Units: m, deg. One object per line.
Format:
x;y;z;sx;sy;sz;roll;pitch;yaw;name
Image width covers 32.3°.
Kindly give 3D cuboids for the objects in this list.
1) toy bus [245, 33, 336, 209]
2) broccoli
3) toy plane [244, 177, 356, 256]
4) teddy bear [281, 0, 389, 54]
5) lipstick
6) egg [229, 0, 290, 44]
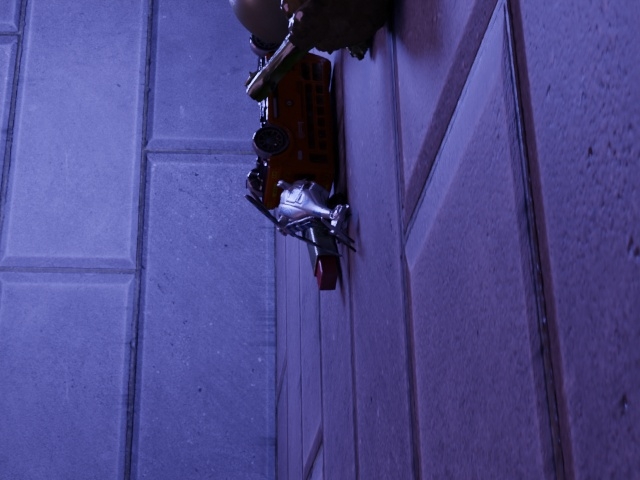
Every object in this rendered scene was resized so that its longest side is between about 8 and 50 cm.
-0.053;-0.222;1.927;0.143;0.153;0.329;103;166;-57;toy bus
-0.022;-0.265;1.493;0.204;0.122;0.118;-37;36;20;broccoli
-0.018;-0.055;1.692;0.107;0.182;0.273;-57;3;-8;toy plane
0.014;-0.344;1.268;0.267;0.156;0.256;-22;-58;-52;teddy bear
0.000;0.000;1.884;0.312;0.051;0.051;-106;18;-64;lipstick
-0.059;-0.426;1.836;0.253;0.189;0.188;-94;7;-64;egg
